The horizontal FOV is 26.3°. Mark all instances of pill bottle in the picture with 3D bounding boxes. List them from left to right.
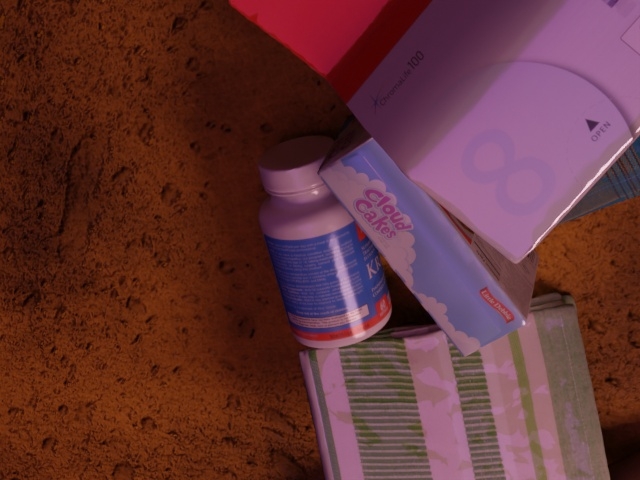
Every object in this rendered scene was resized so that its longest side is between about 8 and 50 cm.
[{"bbox_3d":[0.000,0.000,1.553,0.124,0.124,0.221,-6,117,19],"label":"pill bottle"}]

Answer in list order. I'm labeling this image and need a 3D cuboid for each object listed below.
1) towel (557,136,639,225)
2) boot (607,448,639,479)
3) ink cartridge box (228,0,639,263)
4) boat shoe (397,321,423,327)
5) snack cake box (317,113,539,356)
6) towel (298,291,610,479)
[{"bbox_3d":[0.227,-0.194,1.380,0.271,0.040,0.370,-21,110,26],"label":"towel"},{"bbox_3d":[0.339,0.375,1.589,0.269,0.089,0.236,-22,69,10],"label":"boot"},{"bbox_3d":[0.142,-0.212,1.290,0.385,0.091,0.308,38,112,-7],"label":"ink cartridge box"},{"bbox_3d":[0.115,0.189,1.635,0.064,0.060,0.178,-12,97,27],"label":"boat shoe"},{"bbox_3d":[0.123,-0.024,1.487,0.089,0.152,0.264,-32,105,28],"label":"snack cake box"},{"bbox_3d":[0.155,0.207,1.584,0.324,0.038,0.248,-11,94,3],"label":"towel"}]
